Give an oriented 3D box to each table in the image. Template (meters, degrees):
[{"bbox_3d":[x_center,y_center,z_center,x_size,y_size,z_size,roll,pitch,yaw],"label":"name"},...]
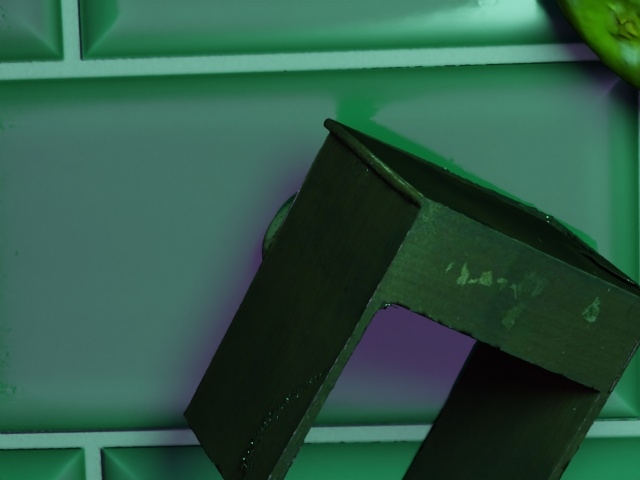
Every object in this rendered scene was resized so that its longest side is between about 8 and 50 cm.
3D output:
[{"bbox_3d":[0.074,0.095,1.380,0.250,0.196,0.282,22,102,-30],"label":"table"}]

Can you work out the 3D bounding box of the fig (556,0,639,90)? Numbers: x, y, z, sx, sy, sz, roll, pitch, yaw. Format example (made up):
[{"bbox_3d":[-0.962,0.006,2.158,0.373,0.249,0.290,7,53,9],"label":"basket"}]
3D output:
[{"bbox_3d":[0.306,-0.271,1.387,0.233,0.233,0.314,18,54,0],"label":"fig"}]

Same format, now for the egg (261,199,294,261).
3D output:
[{"bbox_3d":[0.000,0.000,1.465,0.110,0.085,0.085,-41,94,8],"label":"egg"}]
